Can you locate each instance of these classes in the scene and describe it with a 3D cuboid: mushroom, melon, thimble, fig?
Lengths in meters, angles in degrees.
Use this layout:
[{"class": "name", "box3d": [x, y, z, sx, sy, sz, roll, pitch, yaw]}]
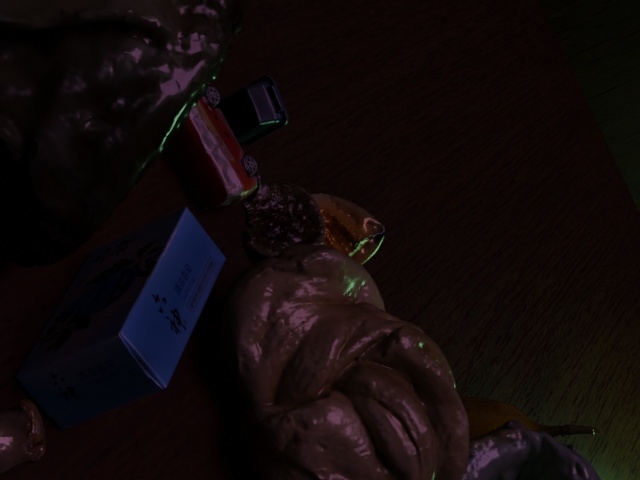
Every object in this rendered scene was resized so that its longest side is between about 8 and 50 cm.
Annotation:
[{"class": "mushroom", "box3d": [-0.324, 0.193, 1.286, 0.202, 0.054, 0.059, -13, 74, -56]}, {"class": "melon", "box3d": [0.000, 0.000, 1.980, 0.160, 0.079, 0.128, -25, 70, -33]}, {"class": "thimble", "box3d": [0.252, 0.385, 1.865, 0.167, 0.254, 0.288, 96, -1, -49]}, {"class": "fig", "box3d": [0.271, 0.294, 2.056, 0.159, 0.257, 0.159, -12, 90, -74]}]

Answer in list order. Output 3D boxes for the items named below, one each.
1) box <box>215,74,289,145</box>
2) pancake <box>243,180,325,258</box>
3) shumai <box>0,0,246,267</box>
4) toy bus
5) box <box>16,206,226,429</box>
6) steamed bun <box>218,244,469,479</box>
[{"class": "box", "box3d": [-0.099, -0.172, 1.922, 0.054, 0.099, 0.074, -22, 88, -48]}, {"class": "pancake", "box3d": [-0.047, -0.024, 1.915, 0.116, 0.022, 0.130, 6, 55, -15]}, {"class": "shumai", "box3d": [-0.297, -0.196, 1.402, 0.348, 0.395, 0.395, 32, 38, -17]}, {"class": "toy bus", "box3d": [-0.149, -0.118, 1.813, 0.174, 0.079, 0.077, 62, 36, -10]}, {"class": "box", "box3d": [-0.203, 0.078, 1.486, 0.083, 0.142, 0.232, 53, 31, -23]}, {"class": "steamed bun", "box3d": [0.037, 0.193, 1.744, 0.324, 0.230, 0.372, 13, 60, -54]}]
